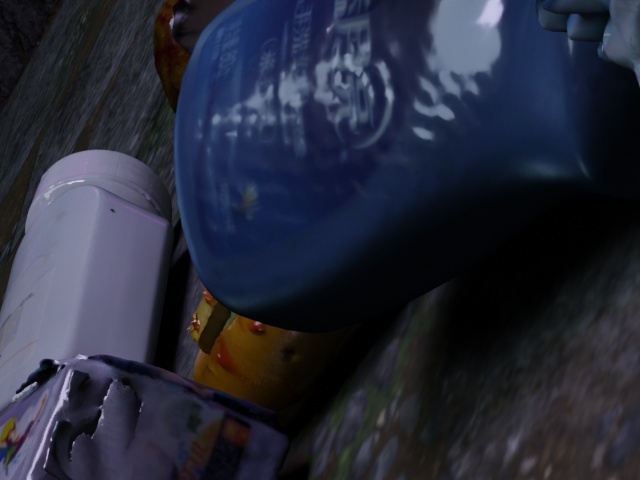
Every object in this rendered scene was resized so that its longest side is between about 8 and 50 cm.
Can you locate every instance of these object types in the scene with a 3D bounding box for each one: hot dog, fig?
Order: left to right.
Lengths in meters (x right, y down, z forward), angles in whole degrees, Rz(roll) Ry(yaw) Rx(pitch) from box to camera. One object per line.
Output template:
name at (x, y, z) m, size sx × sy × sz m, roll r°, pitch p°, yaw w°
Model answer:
fig at (-0.058, -0.117, 1.159) m, size 0.155 × 0.103 × 0.109 m, roll -99°, pitch 12°, yaw -86°
hot dog at (0.000, 0.000, 0.832) m, size 0.250 × 0.076 × 0.104 m, roll -50°, pitch 22°, yaw 35°

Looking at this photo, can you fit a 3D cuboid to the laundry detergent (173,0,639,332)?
laundry detergent at (0.063, -0.068, 0.631) m, size 0.290 × 0.094 × 0.143 m, roll -27°, pitch 54°, yaw 45°

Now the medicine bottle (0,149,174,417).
medicine bottle at (-0.168, 0.061, 1.217) m, size 0.161 × 0.111 × 0.296 m, roll -53°, pitch 21°, yaw 30°

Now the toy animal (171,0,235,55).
toy animal at (0.014, -0.198, 0.924) m, size 0.187 × 0.165 × 0.235 m, roll 107°, pitch 172°, yaw -46°

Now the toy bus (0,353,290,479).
toy bus at (-0.137, 0.155, 0.909) m, size 0.317 × 0.138 × 0.112 m, roll -37°, pitch 30°, yaw 55°

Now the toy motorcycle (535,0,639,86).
toy motorcycle at (0.112, -0.029, 0.360) m, size 0.204 × 0.108 × 0.239 m, roll 13°, pitch 57°, yaw 43°
